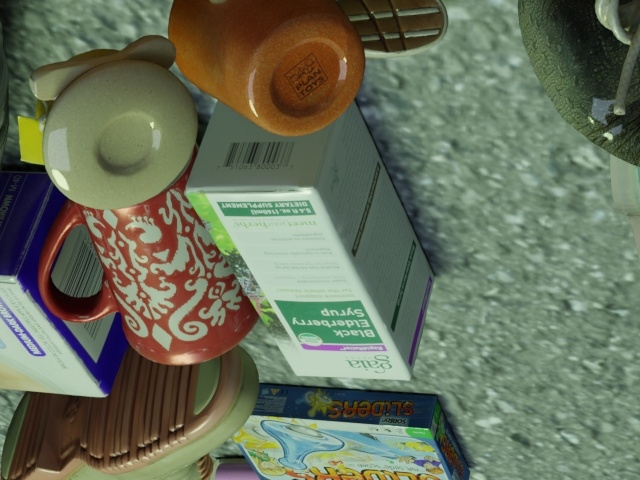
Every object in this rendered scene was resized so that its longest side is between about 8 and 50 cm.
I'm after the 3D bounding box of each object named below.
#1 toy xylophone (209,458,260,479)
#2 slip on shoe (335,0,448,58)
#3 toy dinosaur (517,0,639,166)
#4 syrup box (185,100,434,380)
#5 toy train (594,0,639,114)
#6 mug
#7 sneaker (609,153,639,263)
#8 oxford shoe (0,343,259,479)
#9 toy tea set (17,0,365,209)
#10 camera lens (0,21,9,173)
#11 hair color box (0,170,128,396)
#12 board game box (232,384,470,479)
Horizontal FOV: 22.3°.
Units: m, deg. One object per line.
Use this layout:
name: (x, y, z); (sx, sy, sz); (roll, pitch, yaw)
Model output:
toy xylophone: (0.021, 0.332, 1.647); (0.236, 0.081, 0.322); (3, 146, 21)
slip on shoe: (0.011, -0.134, 0.979); (0.135, 0.051, 0.041); (-2, -176, 14)
toy dinosaur: (0.156, -0.124, 0.781); (0.160, 0.313, 0.121); (-12, -178, 11)
syrup box: (0.000, 0.000, 1.134); (0.093, 0.096, 0.237); (1, 144, 22)
toy train: (0.094, -0.192, 0.684); (0.143, 0.248, 0.105); (18, -175, 16)
mug: (-0.127, 0.006, 1.165); (0.113, 0.150, 0.169); (44, 161, 37)
sneaker: (0.246, -0.039, 0.964); (0.121, 0.108, 0.302); (1, 153, 21)
oxford shoe: (-0.143, 0.157, 1.425); (0.146, 0.140, 0.397); (22, 157, -27)
toy tea set: (-0.075, -0.186, 0.846); (0.200, 0.124, 0.336); (-12, 125, -24)
camera lens: (-0.321, -0.039, 1.058); (0.219, 0.219, 0.274); (18, 132, -2)
hair color box: (-0.341, 0.031, 1.327); (0.339, 0.110, 0.185); (4, 147, 22)
board game box: (0.022, 0.181, 1.459); (0.201, 0.035, 0.136); (1, 145, 22)
